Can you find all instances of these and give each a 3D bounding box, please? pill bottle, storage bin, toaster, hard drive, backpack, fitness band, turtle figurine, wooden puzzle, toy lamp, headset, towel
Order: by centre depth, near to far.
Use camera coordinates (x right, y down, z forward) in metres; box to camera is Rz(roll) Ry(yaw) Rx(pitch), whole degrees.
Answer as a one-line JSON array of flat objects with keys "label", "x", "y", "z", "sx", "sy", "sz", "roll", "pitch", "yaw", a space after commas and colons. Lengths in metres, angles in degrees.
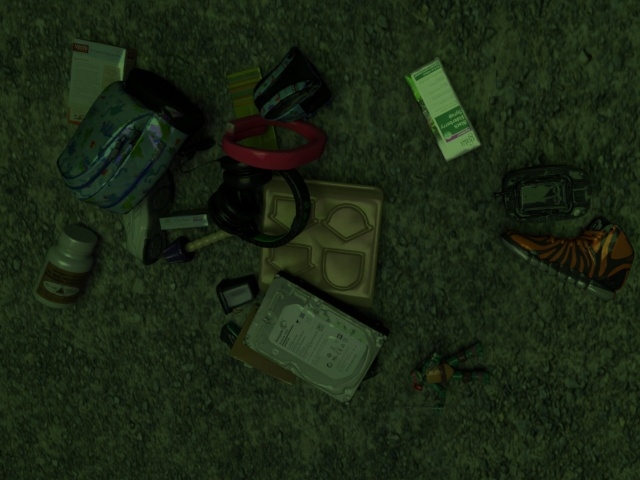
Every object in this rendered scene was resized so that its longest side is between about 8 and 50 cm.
[{"label": "toaster", "x": 0.523, "y": -0.115, "z": 1.435, "sx": 0.227, "sy": 0.146, "sz": 0.129, "roll": -6, "pitch": 101, "yaw": 13}, {"label": "fitness band", "x": -0.110, "y": -0.248, "z": 1.472, "sx": 0.209, "sy": 0.291, "sz": 0.054, "roll": 26, "pitch": 122, "yaw": 22}, {"label": "backpack", "x": -0.075, "y": -0.367, "z": 1.502, "sx": 0.173, "sy": 0.117, "sz": 0.158, "roll": -36, "pitch": 62, "yaw": 13}, {"label": "backpack", "x": -0.502, "y": -0.243, "z": 1.540, "sx": 0.290, "sy": 0.274, "sz": 0.355, "roll": 47, "pitch": 116, "yaw": 39}, {"label": "headset", "x": -0.195, "y": -0.147, "z": 1.547, "sx": 0.394, "sy": 0.185, "sz": 0.243, "roll": 30, "pitch": 123, "yaw": 12}, {"label": "turtle figurine", "x": 0.326, "y": 0.357, "z": 1.605, "sx": 0.234, "sy": 0.118, "sz": 0.175, "roll": -16, "pitch": 114, "yaw": 0}, {"label": "towel", "x": -0.179, "y": -0.338, "z": 1.605, "sx": 0.102, "sy": 0.021, "sz": 0.237, "roll": -9, "pitch": 102, "yaw": 19}, {"label": "hard drive", "x": -0.016, "y": 0.260, "z": 1.608, "sx": 0.339, "sy": 0.064, "sz": 0.236, "roll": 30, "pitch": 107, "yaw": 8}, {"label": "wooden puzzle", "x": 0.000, "y": 0.000, "z": 1.618, "sx": 0.323, "sy": 0.080, "sz": 0.347, "roll": 7, "pitch": 109, "yaw": 11}, {"label": "storage bin", "x": -0.224, "y": 0.149, "z": 1.674, "sx": 0.091, "sy": 0.135, "sz": 0.098, "roll": -18, "pitch": 98, "yaw": 6}, {"label": "toy lamp", "x": -0.317, "y": -0.003, "z": 1.682, "sx": 0.275, "sy": 0.080, "sz": 0.080, "roll": -23, "pitch": 97, "yaw": 15}, {"label": "pill bottle", "x": -0.749, "y": 0.076, "z": 1.766, "sx": 0.131, "sy": 0.131, "sz": 0.229, "roll": 31, "pitch": 107, "yaw": 4}]

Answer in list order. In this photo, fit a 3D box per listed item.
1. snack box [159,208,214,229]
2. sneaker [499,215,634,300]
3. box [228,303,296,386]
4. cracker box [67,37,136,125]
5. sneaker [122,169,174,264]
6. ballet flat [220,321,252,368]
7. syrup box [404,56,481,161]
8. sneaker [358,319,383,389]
[{"label": "snack box", "x": -0.361, "y": -0.062, "z": 1.665, "sx": 0.141, "sy": 0.100, "sz": 0.037, "roll": -4, "pitch": 102, "yaw": 14}, {"label": "sneaker", "x": 0.614, "y": 0.005, "z": 1.469, "sx": 0.321, "sy": 0.124, "sz": 0.180, "roll": 24, "pitch": 103, "yaw": -5}, {"label": "box", "x": -0.135, "y": 0.295, "z": 1.697, "sx": 0.201, "sy": 0.021, "sz": 0.164, "roll": 25, "pitch": 74, "yaw": 5}, {"label": "cracker box", "x": -0.604, "y": -0.425, "z": 1.652, "sx": 0.156, "sy": 0.067, "sz": 0.232, "roll": 14, "pitch": 106, "yaw": 8}, {"label": "sneaker", "x": -0.503, "y": -0.083, "z": 1.692, "sx": 0.129, "sy": 0.111, "sz": 0.296, "roll": 19, "pitch": 101, "yaw": 24}, {"label": "ballet flat", "x": -0.214, "y": 0.324, "z": 1.740, "sx": 0.203, "sy": 0.074, "sz": 0.074, "roll": 39, "pitch": 108, "yaw": 8}, {"label": "syrup box", "x": 0.301, "y": -0.318, "z": 1.463, "sx": 0.093, "sy": 0.096, "sz": 0.236, "roll": -26, "pitch": 95, "yaw": 16}, {"label": "sneaker", "x": 0.126, "y": 0.326, "z": 1.665, "sx": 0.106, "sy": 0.078, "sz": 0.234, "roll": 31, "pitch": 108, "yaw": -3}]
